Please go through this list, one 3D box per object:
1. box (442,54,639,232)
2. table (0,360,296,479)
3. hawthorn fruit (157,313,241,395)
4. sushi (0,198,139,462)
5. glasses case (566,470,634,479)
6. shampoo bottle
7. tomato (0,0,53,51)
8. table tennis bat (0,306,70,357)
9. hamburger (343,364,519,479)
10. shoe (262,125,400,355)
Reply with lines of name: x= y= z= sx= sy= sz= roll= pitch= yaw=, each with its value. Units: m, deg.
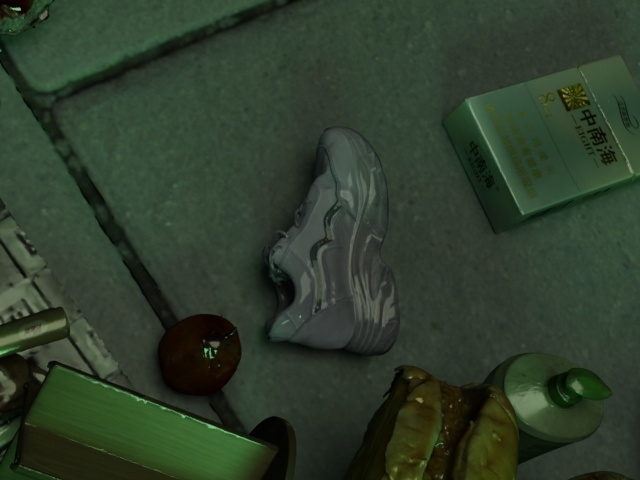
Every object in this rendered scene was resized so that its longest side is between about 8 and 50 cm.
box: x=0.283 y=-0.117 z=1.469 sx=0.243 sy=0.067 sz=0.155 roll=-20 pitch=80 yaw=-27
table: x=-0.160 y=0.198 z=1.091 sx=0.226 sy=0.167 sz=0.167 roll=24 pitch=62 yaw=-18
hawthorn fruit: x=-0.113 y=0.106 z=1.200 sx=0.081 sy=0.093 sz=0.081 roll=9 pitch=65 yaw=-19
sushi: x=-0.363 y=0.120 z=1.109 sx=0.343 sy=0.064 sz=0.359 roll=-34 pitch=84 yaw=-29
glasses case: x=0.273 y=0.398 z=1.135 sx=0.156 sy=0.098 sz=0.425 roll=-25 pitch=115 yaw=-10
shampoo bottle: x=0.196 y=0.168 z=1.222 sx=0.118 sy=0.234 sz=0.087 roll=19 pitch=63 yaw=-15
tomato: x=-0.368 y=-0.294 z=1.221 sx=0.155 sy=0.181 sz=0.214 roll=35 pitch=31 yaw=30
table tennis bat: x=-0.339 y=0.107 z=1.079 sx=0.246 sy=0.022 sz=0.138 roll=-17 pitch=77 yaw=-20
hamburger: x=0.078 y=0.258 z=1.114 sx=0.144 sy=0.283 sz=0.259 roll=25 pitch=45 yaw=-4
shoe: x=0.000 y=0.000 z=1.290 sx=0.137 sy=0.095 sz=0.245 roll=0 pitch=76 yaw=-25
